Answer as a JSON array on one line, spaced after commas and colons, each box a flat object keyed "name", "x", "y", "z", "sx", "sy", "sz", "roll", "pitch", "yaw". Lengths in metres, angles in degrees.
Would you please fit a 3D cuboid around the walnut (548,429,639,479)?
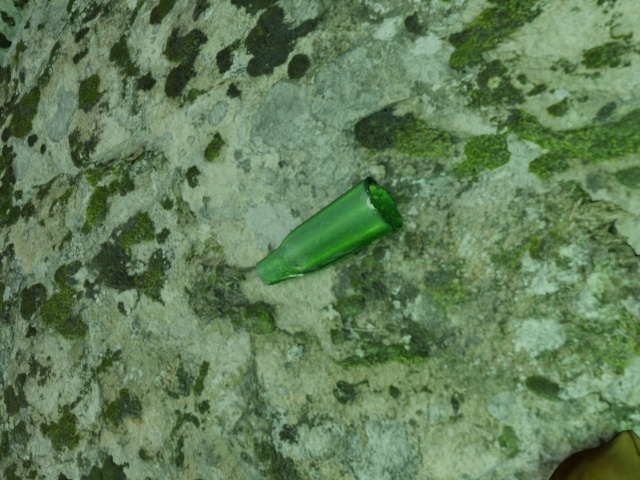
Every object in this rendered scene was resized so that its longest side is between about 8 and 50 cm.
[{"name": "walnut", "x": 0.344, "y": 0.373, "z": 0.521, "sx": 0.203, "sy": 0.203, "sz": 0.298, "roll": -2, "pitch": 72, "yaw": 31}]

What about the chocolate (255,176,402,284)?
[{"name": "chocolate", "x": 0.000, "y": 0.000, "z": 0.831, "sx": 0.291, "sy": 0.110, "sz": 0.110, "roll": -31, "pitch": 69, "yaw": 27}]
